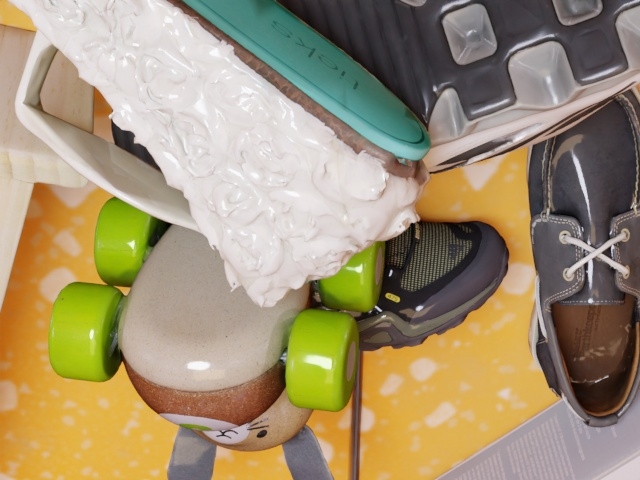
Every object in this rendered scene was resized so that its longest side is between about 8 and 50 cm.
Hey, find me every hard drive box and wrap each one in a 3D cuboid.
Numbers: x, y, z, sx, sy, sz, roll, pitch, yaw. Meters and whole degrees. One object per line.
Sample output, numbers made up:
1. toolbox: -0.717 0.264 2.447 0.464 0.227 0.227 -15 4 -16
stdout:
1. hard drive box: 0.219 0.184 1.125 0.232 0.089 0.181 -34 119 16

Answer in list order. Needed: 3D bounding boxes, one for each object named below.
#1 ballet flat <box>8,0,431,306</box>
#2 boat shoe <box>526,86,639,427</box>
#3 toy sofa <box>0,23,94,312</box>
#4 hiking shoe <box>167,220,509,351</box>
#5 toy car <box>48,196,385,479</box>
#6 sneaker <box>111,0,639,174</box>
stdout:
1. ballet flat: -0.127 -0.123 0.800 0.409 0.147 0.147 44 112 1
2. boat shoe: 0.169 0.006 1.016 0.084 0.079 0.233 -4 121 -1
3. toy sofa: -0.252 0.048 0.961 0.177 0.150 0.362 12 120 -14
4. hiking shoe: 0.000 0.000 0.990 0.227 0.086 0.114 -5 126 -1
5. toy car: -0.048 0.083 0.932 0.155 0.149 0.188 6 130 11
6. sneaker: 0.053 -0.082 0.919 0.330 0.146 0.122 -12 80 14
